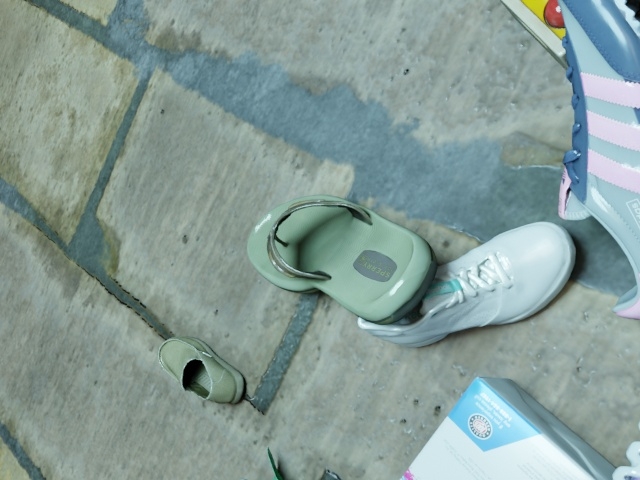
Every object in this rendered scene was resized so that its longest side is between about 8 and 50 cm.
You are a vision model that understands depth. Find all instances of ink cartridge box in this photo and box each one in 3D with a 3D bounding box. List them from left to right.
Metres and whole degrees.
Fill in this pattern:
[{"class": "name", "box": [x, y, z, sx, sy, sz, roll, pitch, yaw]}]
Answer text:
[{"class": "ink cartridge box", "box": [0.136, 0.252, 0.591, 0.134, 0.078, 0.231, 42, 106, 35]}]

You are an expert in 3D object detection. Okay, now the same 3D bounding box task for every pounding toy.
[{"class": "pounding toy", "box": [0.218, -0.236, 0.614, 0.130, 0.100, 0.141, -43, 59, 21]}]

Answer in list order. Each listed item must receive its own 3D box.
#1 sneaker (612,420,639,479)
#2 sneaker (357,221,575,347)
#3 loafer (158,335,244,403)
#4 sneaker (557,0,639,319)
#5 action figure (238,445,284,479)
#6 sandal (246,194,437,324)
[{"class": "sneaker", "box": [0.266, 0.188, 0.472, 0.104, 0.095, 0.236, 22, 80, 43]}, {"class": "sneaker", "box": [0.131, 0.047, 0.625, 0.212, 0.094, 0.080, -32, 64, 28]}, {"class": "loafer", "box": [-0.158, 0.159, 0.841, 0.148, 0.050, 0.056, 17, 91, 37]}, {"class": "sneaker", "box": [0.230, -0.082, 0.531, 0.131, 0.112, 0.319, -28, 83, 35]}, {"class": "action figure", "box": [-0.028, 0.313, 0.660, 0.232, 0.063, 0.137, 12, 99, 62]}, {"class": "sandal", "box": [0.001, -0.001, 0.692, 0.303, 0.086, 0.120, 14, 74, 59]}]
